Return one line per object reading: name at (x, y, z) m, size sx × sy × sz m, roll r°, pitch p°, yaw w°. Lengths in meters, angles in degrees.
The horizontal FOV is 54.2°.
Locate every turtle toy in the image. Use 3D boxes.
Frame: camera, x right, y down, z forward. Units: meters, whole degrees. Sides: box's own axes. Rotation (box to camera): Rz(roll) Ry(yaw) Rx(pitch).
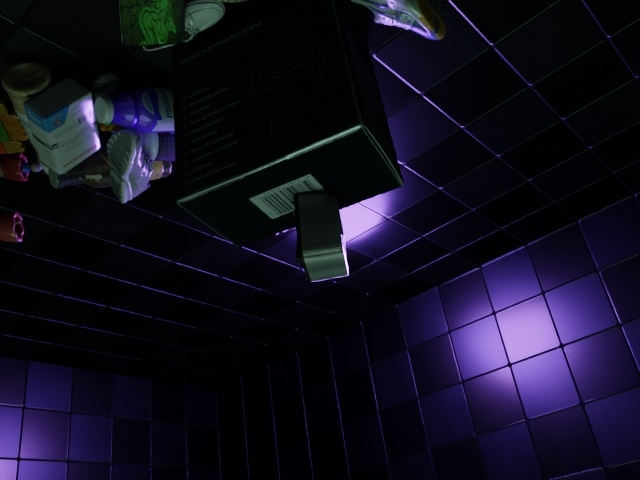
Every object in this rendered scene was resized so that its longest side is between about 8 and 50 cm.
turtle toy at (-0.579, -0.340, 1.769) m, size 0.095 × 0.066 × 0.130 m, roll -31°, pitch 170°, yaw 20°

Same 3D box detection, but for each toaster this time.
toaster at (0.000, 0.000, 1.473) m, size 0.110 × 0.186 × 0.168 m, roll -8°, pitch 151°, yaw 5°

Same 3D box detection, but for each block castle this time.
block castle at (-0.905, -0.219, 1.665) m, size 0.212 × 0.303 × 0.453 m, roll -5°, pitch 151°, yaw -8°

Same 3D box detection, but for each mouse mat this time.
mouse mat at (-0.383, -0.537, 1.424) m, size 0.152 × 0.007 × 0.190 m, roll -13°, pitch 132°, yaw -27°

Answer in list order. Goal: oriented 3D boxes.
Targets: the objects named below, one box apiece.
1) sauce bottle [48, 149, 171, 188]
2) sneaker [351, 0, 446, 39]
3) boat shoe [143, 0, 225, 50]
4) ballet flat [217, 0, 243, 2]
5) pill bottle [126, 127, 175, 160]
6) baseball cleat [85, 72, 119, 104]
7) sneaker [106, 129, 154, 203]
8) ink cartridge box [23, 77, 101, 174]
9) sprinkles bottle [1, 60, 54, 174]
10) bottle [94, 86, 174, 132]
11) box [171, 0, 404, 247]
sauce bottle at (-0.612, -0.213, 1.837) m, size 0.344 × 0.111 × 0.111 m, roll -17°, pitch 160°, yaw -39°
sneaker at (0.196, -0.588, 1.565) m, size 0.131 × 0.112 × 0.296 m, roll -13°, pitch 154°, yaw 43°
boat shoe at (-0.335, -0.519, 1.532) m, size 0.226 × 0.076 × 0.083 m, roll -18°, pitch 149°, yaw 15°
ballet flat at (-0.346, -0.572, 1.276) m, size 0.482 × 0.182 × 0.164 m, roll -2°, pitch 131°, yaw -27°
pill bottle at (-0.465, -0.286, 1.825) m, size 0.193 × 0.108 × 0.108 m, roll -6°, pitch 154°, yaw -39°
baseball cleat at (-0.616, -0.367, 1.683) m, size 0.206 × 0.109 × 0.072 m, roll -29°, pitch 150°, yaw 34°
sneaker at (-0.517, -0.219, 1.729) m, size 0.115 × 0.105 × 0.281 m, roll -29°, pitch 166°, yaw -30°
ink cartridge box at (-0.666, -0.295, 1.627) m, size 0.086 × 0.148 × 0.203 m, roll 34°, pitch 144°, yaw 14°
sprinkles bottle at (-0.752, -0.321, 1.712) m, size 0.121 × 0.121 × 0.355 m, roll -4°, pitch 150°, yaw -8°
bottle at (-0.457, -0.349, 1.668) m, size 0.283 × 0.118 × 0.092 m, roll -11°, pitch 167°, yaw -45°
box at (-0.097, -0.305, 1.571) m, size 0.480 × 0.472 × 0.297 m, roll -20°, pitch 150°, yaw 18°
